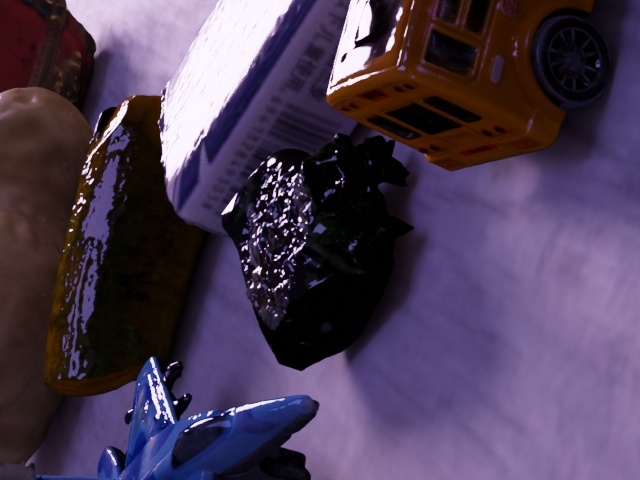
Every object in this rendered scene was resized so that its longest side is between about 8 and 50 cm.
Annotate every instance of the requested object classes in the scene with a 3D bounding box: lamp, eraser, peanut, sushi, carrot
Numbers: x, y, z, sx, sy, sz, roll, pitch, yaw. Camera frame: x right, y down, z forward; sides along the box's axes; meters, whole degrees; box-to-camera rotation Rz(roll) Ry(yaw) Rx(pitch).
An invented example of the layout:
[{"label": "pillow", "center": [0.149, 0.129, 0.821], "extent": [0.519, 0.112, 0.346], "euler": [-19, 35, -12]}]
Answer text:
[{"label": "lamp", "center": [-0.282, -0.083, 1.278], "extent": [0.177, 0.177, 0.274], "euler": [-15, 55, 62]}, {"label": "eraser", "center": [-0.003, -0.111, 0.806], "extent": [0.210, 0.068, 0.124], "euler": [-54, 25, 31]}, {"label": "peanut", "center": [-0.217, 0.030, 1.088], "extent": [0.147, 0.147, 0.319], "euler": [-39, 32, 50]}, {"label": "sushi", "center": [0.000, 0.000, 0.721], "extent": [0.085, 0.056, 0.083], "euler": [-51, 29, 38]}, {"label": "carrot", "center": [-0.104, 0.005, 0.923], "extent": [0.082, 0.082, 0.173], "euler": [-11, 68, 63]}]

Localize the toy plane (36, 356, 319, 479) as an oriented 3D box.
[{"label": "toy plane", "center": [-0.059, 0.112, 0.738], "extent": [0.246, 0.078, 0.169], "euler": [-31, 43, 46]}]

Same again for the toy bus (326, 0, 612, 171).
[{"label": "toy bus", "center": [0.069, -0.130, 0.636], "extent": [0.083, 0.088, 0.194], "euler": [-13, 59, 62]}]

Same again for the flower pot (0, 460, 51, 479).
[{"label": "flower pot", "center": [-0.037, 0.218, 0.395], "extent": [0.259, 0.290, 0.290], "euler": [7, 77, 53]}]
